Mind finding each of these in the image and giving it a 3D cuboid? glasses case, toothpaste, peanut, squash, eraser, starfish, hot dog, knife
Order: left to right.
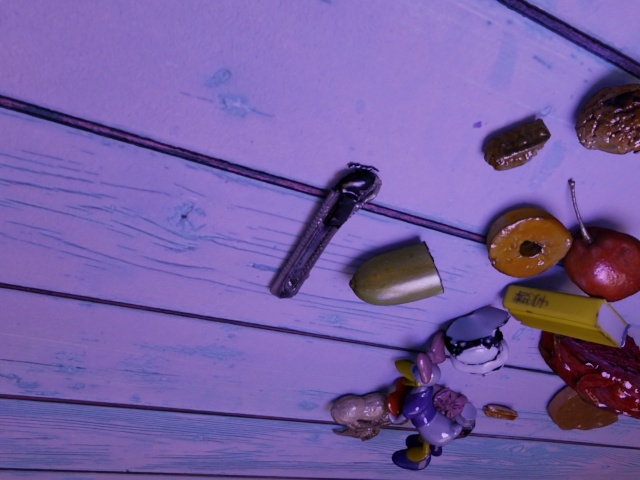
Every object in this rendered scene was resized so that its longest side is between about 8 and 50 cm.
[{"bbox_3d":[0.001,0.004,0.879,0.089,0.043,0.365,19,125,-24],"label":"knife"},{"bbox_3d":[0.122,0.487,1.292,0.187,0.082,0.082,-2,130,-10],"label":"peanut"},{"bbox_3d":[0.153,0.585,1.407,0.277,0.062,0.235,9,133,-23],"label":"starfish"},{"bbox_3d":[0.153,0.079,0.923,0.187,0.123,0.123,-15,131,1],"label":"squash"},{"bbox_3d":[0.387,0.496,1.352,0.193,0.070,0.102,30,118,-31],"label":"glasses case"},{"bbox_3d":[0.478,0.635,1.507,0.096,0.061,0.266,-9,137,-5],"label":"toothpaste"},{"bbox_3d":[0.603,0.572,1.484,0.133,0.041,0.056,16,125,-13],"label":"hot dog"},{"bbox_3d":[0.558,0.172,1.025,0.158,0.226,0.069,30,76,-32],"label":"eraser"}]

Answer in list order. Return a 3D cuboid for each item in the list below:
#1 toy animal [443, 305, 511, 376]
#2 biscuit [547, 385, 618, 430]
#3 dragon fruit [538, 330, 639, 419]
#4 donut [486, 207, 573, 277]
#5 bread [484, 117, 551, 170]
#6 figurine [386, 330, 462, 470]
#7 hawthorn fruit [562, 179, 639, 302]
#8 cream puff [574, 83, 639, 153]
[{"bbox_3d":[0.406,0.268,1.117,0.166,0.138,0.179,-11,128,21],"label":"toy animal"},{"bbox_3d":[0.947,0.551,1.515,0.351,0.057,0.312,7,129,-15],"label":"biscuit"},{"bbox_3d":[0.760,0.326,1.158,0.302,0.330,0.240,24,100,-25],"label":"dragon fruit"},{"bbox_3d":[0.431,0.000,0.935,0.162,0.065,0.178,-35,125,25],"label":"donut"},{"bbox_3d":[0.347,-0.165,0.789,0.110,0.060,0.066,-23,115,8],"label":"bread"},{"bbox_3d":[0.282,0.451,1.205,0.193,0.154,0.421,2,113,39],"label":"figurine"},{"bbox_3d":[0.573,0.005,0.926,0.165,0.165,0.285,-35,117,19],"label":"hawthorn fruit"},{"bbox_3d":[0.504,-0.205,0.745,0.133,0.119,0.104,-4,177,31],"label":"cream puff"}]
